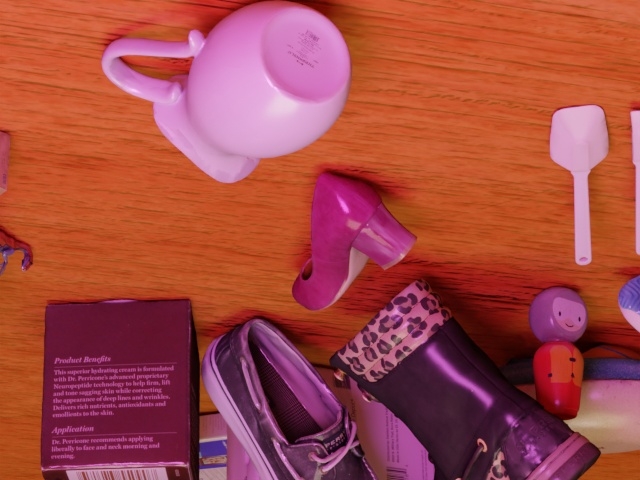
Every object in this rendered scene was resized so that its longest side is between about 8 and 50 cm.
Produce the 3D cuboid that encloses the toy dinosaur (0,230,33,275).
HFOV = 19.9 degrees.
[{"bbox_3d":[-0.329,0.008,1.898,0.082,0.047,0.090,-5,150,-38],"label":"toy dinosaur"}]

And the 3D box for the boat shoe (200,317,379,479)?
[{"bbox_3d":[-0.013,0.238,2.103,0.121,0.335,0.119,-38,176,-34],"label":"boat shoe"}]

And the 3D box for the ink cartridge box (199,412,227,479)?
[{"bbox_3d":[-0.093,0.283,2.469,0.208,0.045,0.206,-6,154,11],"label":"ink cartridge box"}]

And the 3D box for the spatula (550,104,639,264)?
[{"bbox_3d":[0.310,-0.054,1.781,0.168,0.019,0.242,-5,144,5],"label":"spatula"}]

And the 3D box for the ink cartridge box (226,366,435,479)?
[{"bbox_3d":[0.024,0.273,2.279,0.273,0.198,0.115,10,153,-22],"label":"ink cartridge box"}]

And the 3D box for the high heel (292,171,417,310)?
[{"bbox_3d":[0.000,0.000,1.887,0.117,0.082,0.244,40,158,-10],"label":"high heel"}]

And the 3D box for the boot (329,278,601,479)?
[{"bbox_3d":[0.134,0.215,2.078,0.138,0.284,0.377,-40,174,-25],"label":"boot"}]

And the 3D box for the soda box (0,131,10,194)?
[{"bbox_3d":[-0.366,-0.048,1.750,0.058,0.061,0.181,17,149,-33],"label":"soda box"}]

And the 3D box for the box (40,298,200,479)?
[{"bbox_3d":[-0.225,0.193,2.094,0.168,0.203,0.167,-1,154,0],"label":"box"}]

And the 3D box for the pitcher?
[{"bbox_3d":[-0.081,-0.136,1.537,0.177,0.125,0.207,27,156,-20],"label":"pitcher"}]

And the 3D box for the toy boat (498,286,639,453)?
[{"bbox_3d":[0.303,0.161,2.158,0.267,0.148,0.318,-3,162,16],"label":"toy boat"}]

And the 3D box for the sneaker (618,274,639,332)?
[{"bbox_3d":[0.410,0.102,2.077,0.228,0.087,0.092,22,148,-36],"label":"sneaker"}]
